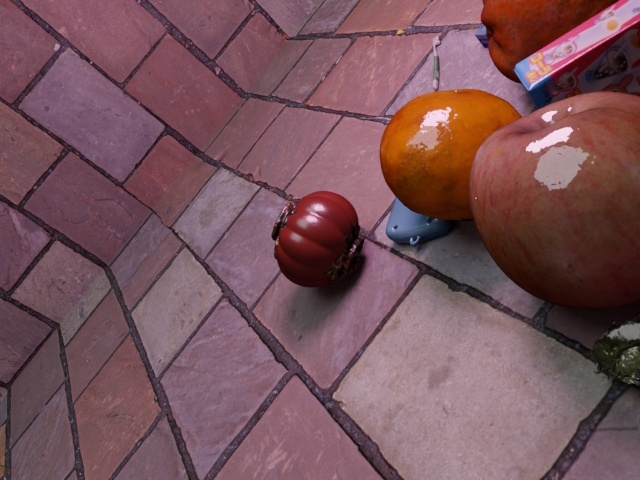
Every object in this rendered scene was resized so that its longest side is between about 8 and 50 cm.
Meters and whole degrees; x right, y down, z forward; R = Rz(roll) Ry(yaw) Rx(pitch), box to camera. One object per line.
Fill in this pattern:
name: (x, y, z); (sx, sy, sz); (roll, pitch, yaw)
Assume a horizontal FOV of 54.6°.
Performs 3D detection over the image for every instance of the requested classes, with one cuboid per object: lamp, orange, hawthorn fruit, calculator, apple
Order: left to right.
lamp: (0.000, 0.000, 1.398); (0.227, 0.227, 0.227); (-34, 33, 26)
calculator: (0.237, -0.110, 1.343); (0.173, 0.051, 0.293); (-13, 47, 45)
orange: (0.250, -0.162, 1.144); (0.284, 0.226, 0.284); (-4, 23, 2)
hawthorn fruit: (0.472, -0.455, 1.226); (0.298, 0.277, 0.277); (2, 53, 21)
apple: (0.364, -0.069, 0.870); (0.345, 0.269, 0.345); (-44, 14, 14)

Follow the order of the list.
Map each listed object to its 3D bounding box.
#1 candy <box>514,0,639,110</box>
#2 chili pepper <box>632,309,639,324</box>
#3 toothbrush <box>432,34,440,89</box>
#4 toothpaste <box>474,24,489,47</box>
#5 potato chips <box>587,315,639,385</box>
candy: (0.513, -0.312, 1.069); (0.306, 0.157, 0.100); (-31, 37, 21)
chili pepper: (0.449, 0.113, 0.805); (0.169, 0.065, 0.088); (-37, 58, 34)
toothbrush: (0.317, -0.490, 1.701); (0.024, 0.018, 0.257); (-21, 40, 31)
toothpaste: (0.500, -0.599, 1.545); (0.272, 0.053, 0.066); (-51, 25, 0)
potato chips: (0.424, 0.180, 0.737); (0.202, 0.029, 0.220); (-51, 42, 21)
